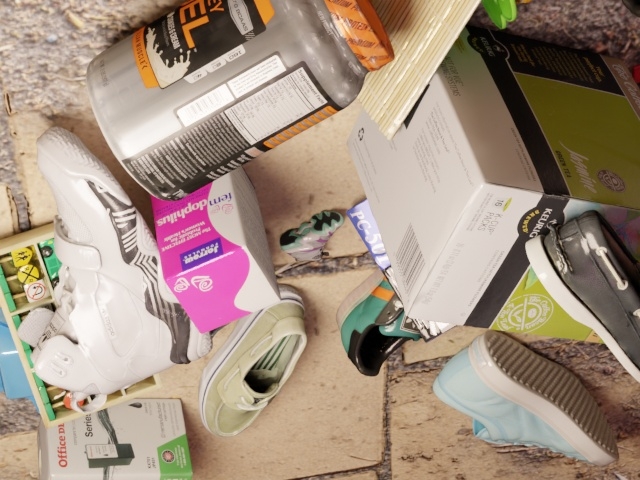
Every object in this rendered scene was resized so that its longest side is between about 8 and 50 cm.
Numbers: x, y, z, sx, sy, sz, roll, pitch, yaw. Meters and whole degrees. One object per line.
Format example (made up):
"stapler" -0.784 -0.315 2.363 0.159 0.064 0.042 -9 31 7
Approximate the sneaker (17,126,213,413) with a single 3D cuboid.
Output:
"sneaker" -0.296 0.050 1.680 0.210 0.137 0.366 -34 121 -9

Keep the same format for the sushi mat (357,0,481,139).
"sushi mat" 0.112 -0.279 1.549 0.019 0.151 0.316 -8 141 -45

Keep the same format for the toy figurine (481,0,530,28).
"toy figurine" 0.260 -0.335 1.572 0.159 0.130 0.173 -28 157 -1

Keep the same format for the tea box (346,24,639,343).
"tea box" 0.244 -0.073 1.651 0.323 0.329 0.220 8 130 -21

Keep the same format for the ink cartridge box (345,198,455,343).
"ink cartridge box" 0.130 0.024 1.822 0.097 0.207 0.046 -32 177 16

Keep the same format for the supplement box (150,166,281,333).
"supplement box" -0.134 -0.011 1.685 0.111 0.220 0.114 -23 135 6

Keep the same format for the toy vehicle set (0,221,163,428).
"toy vehicle set" -0.323 0.103 1.791 0.166 0.035 0.267 -20 115 -12

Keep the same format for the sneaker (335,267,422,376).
"sneaker" 0.133 0.071 1.906 0.108 0.121 0.302 17 126 -29

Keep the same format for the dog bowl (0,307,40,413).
"dog bowl" -0.454 0.166 1.874 0.297 0.074 0.166 -7 135 -9

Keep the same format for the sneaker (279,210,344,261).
"sneaker" 0.000 0.000 1.865 0.098 0.038 0.069 -22 137 20

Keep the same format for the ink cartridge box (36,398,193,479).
"ink cartridge box" -0.304 0.312 1.999 0.208 0.153 0.087 2 132 -18

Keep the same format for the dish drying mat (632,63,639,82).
"dish drying mat" 0.448 -0.227 1.785 0.083 0.008 0.032 -16 136 -1

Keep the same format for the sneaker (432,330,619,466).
"sneaker" 0.321 0.269 2.157 0.150 0.135 0.366 -36 124 29

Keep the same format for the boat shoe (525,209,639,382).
"boat shoe" 0.347 0.072 1.508 0.091 0.114 0.302 -34 134 24

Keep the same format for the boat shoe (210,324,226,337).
"boat shoe" -0.194 0.103 1.864 0.319 0.099 0.116 -39 131 21

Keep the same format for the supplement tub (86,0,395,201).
"supplement tub" -0.088 -0.194 1.541 0.316 0.194 0.193 -28 134 11

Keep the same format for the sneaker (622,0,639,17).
"sneaker" 0.393 -0.366 1.556 0.135 0.097 0.276 -28 138 -16

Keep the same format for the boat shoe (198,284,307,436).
"boat shoe" -0.102 0.196 1.981 0.109 0.094 0.302 7 131 -21
